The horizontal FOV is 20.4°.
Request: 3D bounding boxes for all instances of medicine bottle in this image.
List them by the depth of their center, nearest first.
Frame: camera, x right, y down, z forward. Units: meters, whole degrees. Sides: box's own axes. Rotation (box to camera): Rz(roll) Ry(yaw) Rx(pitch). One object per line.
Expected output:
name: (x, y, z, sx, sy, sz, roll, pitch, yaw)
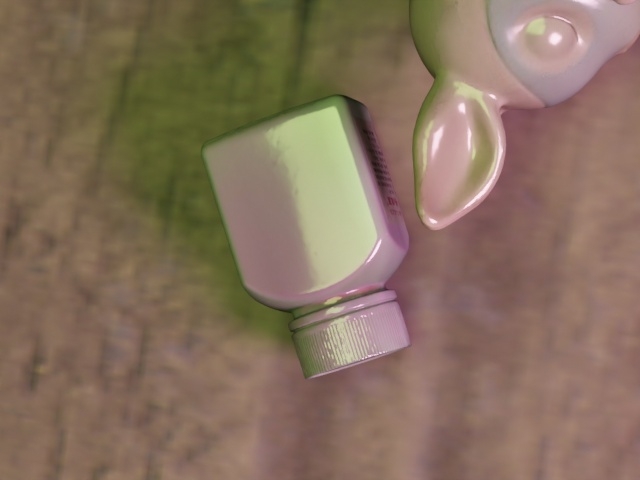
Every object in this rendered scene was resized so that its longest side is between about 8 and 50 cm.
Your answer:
medicine bottle: (0.000, 0.000, 0.811, 0.074, 0.055, 0.118, -20, 83, 13)

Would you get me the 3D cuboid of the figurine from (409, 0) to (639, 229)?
figurine: (0.103, -0.122, 0.753, 0.155, 0.127, 0.236, 0, 90, -10)
